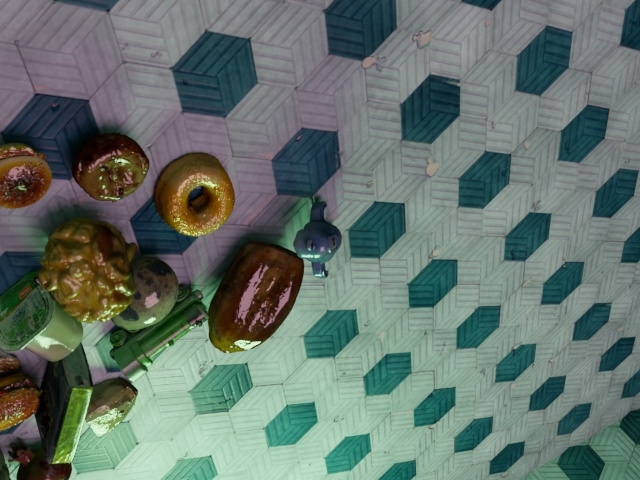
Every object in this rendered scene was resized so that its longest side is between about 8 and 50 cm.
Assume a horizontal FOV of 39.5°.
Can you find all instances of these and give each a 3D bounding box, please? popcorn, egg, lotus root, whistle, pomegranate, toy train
[{"bbox_3d":[-0.457,0.056,1.763,0.170,0.189,0.218,-18,119,5],"label":"popcorn"},{"bbox_3d":[-0.384,0.118,1.911,0.181,0.141,0.141,-46,139,20],"label":"egg"},{"bbox_3d":[-0.154,0.133,2.082,0.193,0.193,0.290,19,106,-45],"label":"lotus root"},{"bbox_3d":[-0.503,0.397,2.128,0.144,0.070,0.143,-36,140,-5],"label":"lotus root"},{"bbox_3d":[0.000,0.000,2.052,0.093,0.269,0.180,-1,93,8],"label":"whistle"},{"bbox_3d":[-0.657,0.533,2.101,0.129,0.129,0.159,-25,129,-16],"label":"pomegranate"},{"bbox_3d":[-0.364,0.206,2.024,0.251,0.119,0.085,-36,138,-3],"label":"toy train"}]

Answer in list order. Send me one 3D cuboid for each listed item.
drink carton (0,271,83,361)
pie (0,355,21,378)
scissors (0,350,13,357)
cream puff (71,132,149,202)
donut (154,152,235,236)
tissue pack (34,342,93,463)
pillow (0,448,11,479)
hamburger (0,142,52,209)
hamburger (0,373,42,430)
[{"bbox_3d":[-0.572,0.174,1.830,0.146,0.144,0.142,-39,145,0],"label":"drink carton"},{"bbox_3d":[-0.685,0.280,1.927,0.084,0.020,0.084,-20,136,-21],"label":"pie"},{"bbox_3d":[-0.741,0.209,1.812,0.144,0.017,0.247,-40,135,1],"label":"scissors"},{"bbox_3d":[-0.404,-0.144,1.705,0.149,0.084,0.149,-19,139,-18],"label":"cream puff"},{"bbox_3d":[-0.256,-0.088,1.870,0.174,0.074,0.190,-17,134,-24],"label":"donut"},{"bbox_3d":[-0.566,0.350,1.962,0.073,0.173,0.235,4,124,-31],"label":"tissue pack"},{"bbox_3d":[-0.738,0.606,2.022,0.101,0.228,0.326,-12,134,-20],"label":"pillow"},{"bbox_3d":[-0.553,-0.119,1.618,0.127,0.081,0.141,-7,131,-32],"label":"hamburger"},{"bbox_3d":[-0.684,0.360,1.930,0.166,0.087,0.137,-21,155,-12],"label":"hamburger"}]
